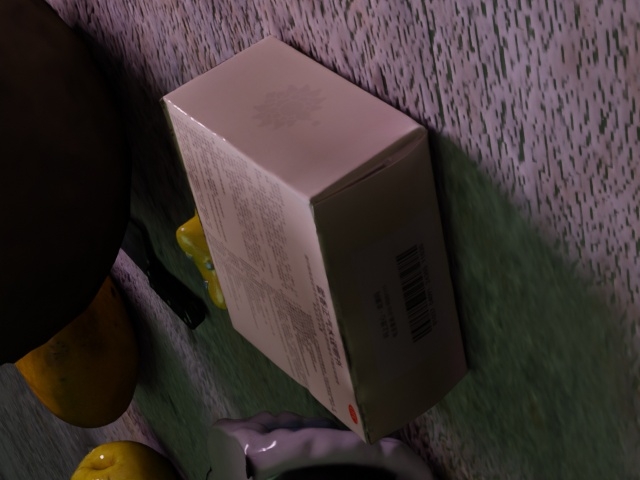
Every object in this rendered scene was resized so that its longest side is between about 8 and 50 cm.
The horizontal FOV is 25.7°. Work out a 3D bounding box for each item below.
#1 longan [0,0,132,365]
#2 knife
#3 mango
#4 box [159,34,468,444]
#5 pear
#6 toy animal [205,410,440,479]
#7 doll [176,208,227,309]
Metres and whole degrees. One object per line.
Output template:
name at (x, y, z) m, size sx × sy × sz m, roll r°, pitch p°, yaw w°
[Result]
longan at (-0.357, -0.063, 1.213) m, size 0.391 × 0.391 × 0.391 m, roll 46°, pitch 156°, yaw 28°
knife at (-0.189, 0.005, 1.428) m, size 0.245 × 0.019 × 0.072 m, roll 41°, pitch 152°, yaw 41°
mango at (-0.289, 0.115, 1.633) m, size 0.187 × 0.144 × 0.359 m, roll 58°, pitch 168°, yaw 35°
box at (0.000, 0.000, 0.905) m, size 0.168 × 0.095 × 0.212 m, roll 39°, pitch 152°, yaw 43°
pear at (-0.255, 0.343, 1.863) m, size 0.149 × 0.149 × 0.162 m, roll 25°, pitch 151°, yaw 54°
toy animal at (0.007, 0.232, 1.128) m, size 0.204 × 0.156 × 0.208 m, roll 179°, pitch 80°, yaw -69°
doll at (-0.043, 0.006, 1.071) m, size 0.135 × 0.071 × 0.113 m, roll 47°, pitch 138°, yaw 12°
